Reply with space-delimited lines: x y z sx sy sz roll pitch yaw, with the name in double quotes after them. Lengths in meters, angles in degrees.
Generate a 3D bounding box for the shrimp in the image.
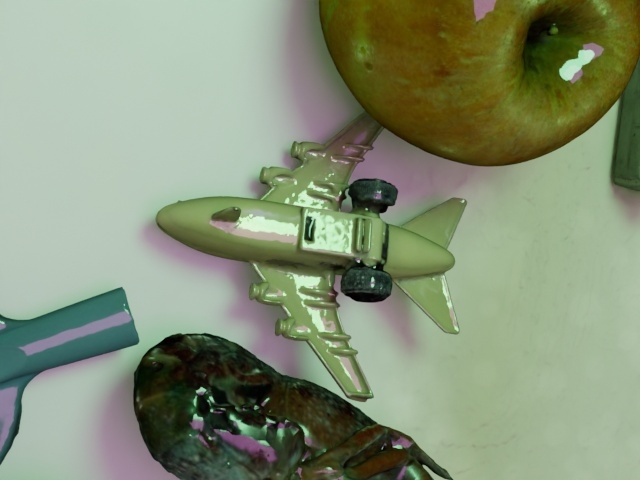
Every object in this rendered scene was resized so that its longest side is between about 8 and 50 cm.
0.001 0.206 0.892 0.372 0.137 0.172 43 123 -14 "shrimp"

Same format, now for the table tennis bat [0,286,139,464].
-0.286 0.103 0.809 0.329 0.044 0.215 -19 100 -16 "table tennis bat"

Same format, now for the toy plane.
0.000 0.000 0.884 0.244 0.092 0.229 11 75 -25 "toy plane"

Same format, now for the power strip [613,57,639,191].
0.303 -0.163 1.005 0.078 0.052 0.272 4 93 -21 "power strip"

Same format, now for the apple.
0.112 -0.172 0.865 0.237 0.207 0.237 -12 118 -23 "apple"
